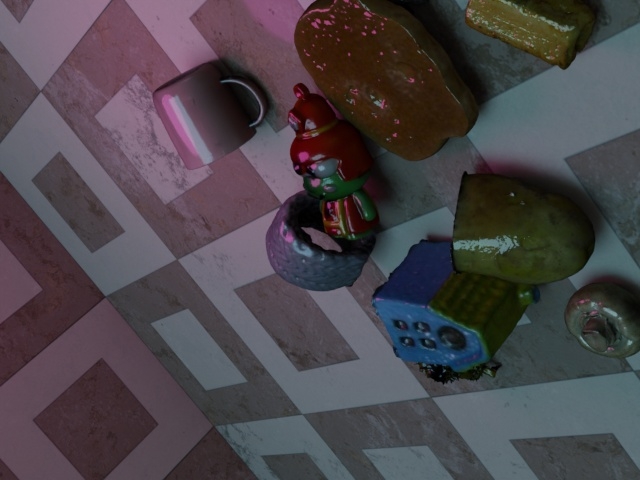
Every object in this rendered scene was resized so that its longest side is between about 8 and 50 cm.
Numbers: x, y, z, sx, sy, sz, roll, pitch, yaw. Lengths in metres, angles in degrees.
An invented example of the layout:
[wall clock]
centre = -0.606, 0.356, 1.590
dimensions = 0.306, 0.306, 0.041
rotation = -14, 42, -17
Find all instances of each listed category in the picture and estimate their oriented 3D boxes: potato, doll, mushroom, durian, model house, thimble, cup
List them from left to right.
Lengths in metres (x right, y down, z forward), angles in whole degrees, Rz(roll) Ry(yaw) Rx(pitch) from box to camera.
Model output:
[cup]
centre = -0.255, -0.311, 2.082
dimensions = 0.253, 0.191, 0.200
rotation = -20, 110, 22
[thimble]
centre = 0.000, 0.000, 2.085
dimensions = 0.246, 0.217, 0.157
rotation = 29, 146, -1
[doll]
centre = 0.024, -0.177, 1.923
dimensions = 0.183, 0.160, 0.363
rotation = 15, 135, 59
[durian]
centre = 0.305, 0.279, 2.123
dimensions = 0.237, 0.138, 0.193
rotation = 33, 144, 17
[model house]
centre = 0.302, 0.136, 1.896
dimensions = 0.303, 0.237, 0.215
rotation = 2, 129, 43
[potato]
centre = 0.392, -0.014, 1.695
dimensions = 0.266, 0.229, 0.229
rotation = 8, 133, 21
[mushroom]
centre = 0.563, 0.162, 1.741
dimensions = 0.166, 0.127, 0.166
rotation = 35, 148, 26

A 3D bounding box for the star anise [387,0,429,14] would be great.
[star anise]
centre = 0.130, -0.456, 1.628
dimensions = 0.141, 0.042, 0.141
rotation = 27, 140, 25

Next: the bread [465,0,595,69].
[bread]
centre = 0.343, -0.371, 1.454
dimensions = 0.211, 0.083, 0.114
rotation = 32, 149, 18

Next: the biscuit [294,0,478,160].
[biscuit]
centre = 0.121, -0.328, 1.727
dimensions = 0.385, 0.062, 0.365
rotation = 47, 156, -9
